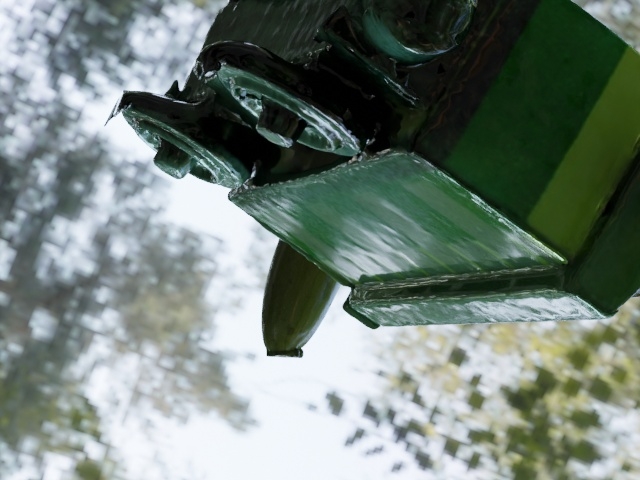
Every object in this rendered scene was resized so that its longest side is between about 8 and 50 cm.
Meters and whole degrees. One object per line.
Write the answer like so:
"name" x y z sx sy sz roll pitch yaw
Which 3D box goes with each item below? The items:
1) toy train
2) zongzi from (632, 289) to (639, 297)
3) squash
"toy train" 0.030 -0.054 0.833 0.120 0.202 0.301 -58 -166 -13
"zongzi" 0.280 -0.080 1.311 0.112 0.221 0.242 -124 -156 -61
"squash" 0.000 0.000 1.493 0.066 0.066 0.201 7 -105 46
